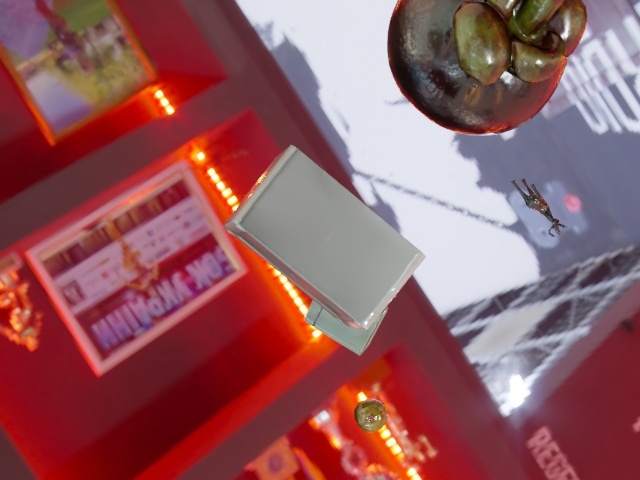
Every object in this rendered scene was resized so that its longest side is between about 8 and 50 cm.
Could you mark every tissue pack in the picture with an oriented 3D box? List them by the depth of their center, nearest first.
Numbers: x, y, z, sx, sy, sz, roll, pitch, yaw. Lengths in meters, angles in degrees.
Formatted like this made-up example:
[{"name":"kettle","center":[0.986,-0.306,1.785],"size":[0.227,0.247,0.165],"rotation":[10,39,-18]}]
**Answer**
[{"name":"tissue pack","center":[0.000,0.000,1.466],"size":[0.136,0.246,0.159],"rotation":[-51,-172,-9]}]

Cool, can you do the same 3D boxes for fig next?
[{"name":"fig","center":[0.077,0.252,1.503],"size":[0.050,0.050,0.083],"rotation":[-33,178,14]}]

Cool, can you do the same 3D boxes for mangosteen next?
[{"name":"mangosteen","center":[0.269,-0.324,1.626],"size":[0.307,0.307,0.347],"rotation":[-35,-168,-19]}]

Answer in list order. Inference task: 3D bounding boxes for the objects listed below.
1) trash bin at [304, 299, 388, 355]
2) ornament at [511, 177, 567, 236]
[{"name":"trash bin","center":[0.048,0.139,1.955],"size":[0.059,0.130,0.116],"rotation":[-42,160,-54]},{"name":"ornament","center":[0.386,-0.055,1.798],"size":[0.028,0.125,0.073],"rotation":[-42,142,23]}]
